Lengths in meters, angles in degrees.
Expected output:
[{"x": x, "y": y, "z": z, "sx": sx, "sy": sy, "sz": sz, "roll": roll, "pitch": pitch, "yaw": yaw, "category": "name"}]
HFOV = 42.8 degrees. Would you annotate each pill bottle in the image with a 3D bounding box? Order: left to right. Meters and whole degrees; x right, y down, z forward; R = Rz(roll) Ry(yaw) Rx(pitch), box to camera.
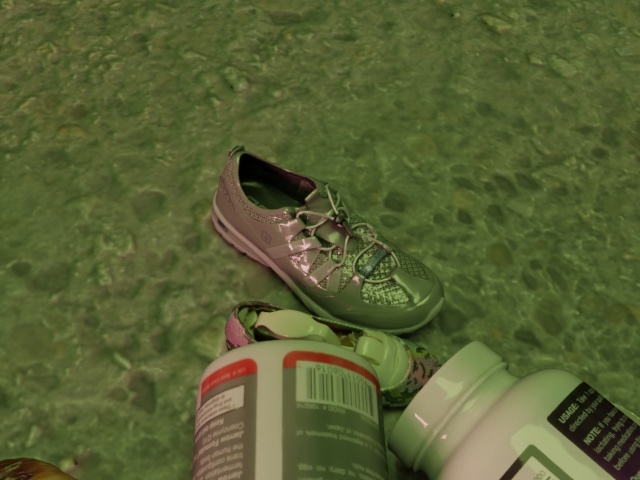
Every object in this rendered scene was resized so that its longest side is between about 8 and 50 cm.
[{"x": -0.023, "y": 0.235, "z": 0.634, "sx": 0.161, "sy": 0.161, "sz": 0.283, "roll": 1, "pitch": 53, "yaw": -4, "category": "pill bottle"}, {"x": 0.213, "y": 0.229, "z": 0.648, "sx": 0.181, "sy": 0.182, "sz": 0.323, "roll": -37, "pitch": 64, "yaw": -27, "category": "pill bottle"}]

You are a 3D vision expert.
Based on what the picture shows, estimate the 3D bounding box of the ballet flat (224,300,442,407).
[{"x": 0.013, "y": 0.106, "z": 0.786, "sx": 0.221, "sy": 0.079, "sz": 0.077, "roll": 14, "pitch": 60, "yaw": 5, "category": "ballet flat"}]

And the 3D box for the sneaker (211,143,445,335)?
[{"x": 0.000, "y": 0.000, "z": 0.840, "sx": 0.281, "sy": 0.115, "sz": 0.105, "roll": 28, "pitch": 56, "yaw": 15, "category": "sneaker"}]

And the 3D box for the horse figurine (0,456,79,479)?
[{"x": -0.215, "y": 0.268, "z": 0.654, "sx": 0.174, "sy": 0.066, "sz": 0.263, "roll": -30, "pitch": 62, "yaw": -23, "category": "horse figurine"}]

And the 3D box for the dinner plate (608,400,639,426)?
[{"x": 0.265, "y": 0.209, "z": 0.770, "sx": 0.141, "sy": 0.017, "sz": 0.141, "roll": 3, "pitch": 52, "yaw": -3, "category": "dinner plate"}]
